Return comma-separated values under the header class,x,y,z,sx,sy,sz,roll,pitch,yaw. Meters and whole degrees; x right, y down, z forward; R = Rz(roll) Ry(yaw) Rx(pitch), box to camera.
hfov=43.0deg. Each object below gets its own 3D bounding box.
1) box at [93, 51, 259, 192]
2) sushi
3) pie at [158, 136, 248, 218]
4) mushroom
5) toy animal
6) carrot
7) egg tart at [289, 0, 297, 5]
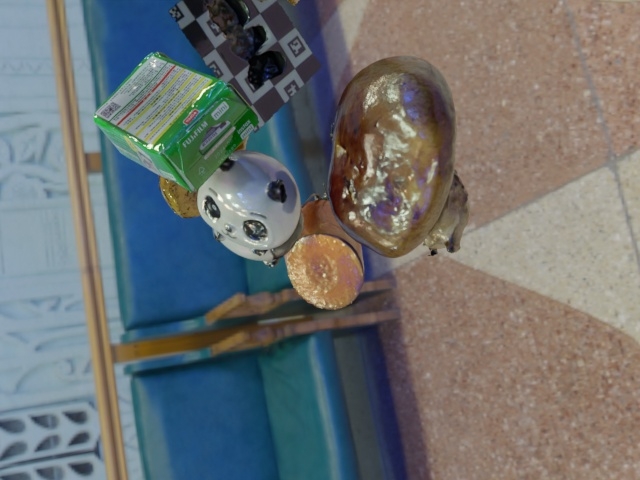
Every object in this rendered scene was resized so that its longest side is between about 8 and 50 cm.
class,x,y,z,sx,sy,sz,roll,pitch,yaw
box,-0.238,-0.199,1.318,0.250,0.180,0.103,30,164,42
sushi,-0.212,-0.512,2.138,0.100,0.296,0.373,-1,131,55
pie,-0.233,-0.174,1.677,0.069,0.273,0.274,27,125,22
mushroom,0.147,-0.142,1.410,0.345,0.259,0.346,-173,90,-72
toy animal,-0.122,-0.064,1.463,0.235,0.187,0.165,81,-147,-76
carrot,0.000,0.000,2.033,0.193,0.214,0.331,-38,23,20
egg tart,-0.146,-0.634,1.802,0.288,0.118,0.288,58,-174,-10
